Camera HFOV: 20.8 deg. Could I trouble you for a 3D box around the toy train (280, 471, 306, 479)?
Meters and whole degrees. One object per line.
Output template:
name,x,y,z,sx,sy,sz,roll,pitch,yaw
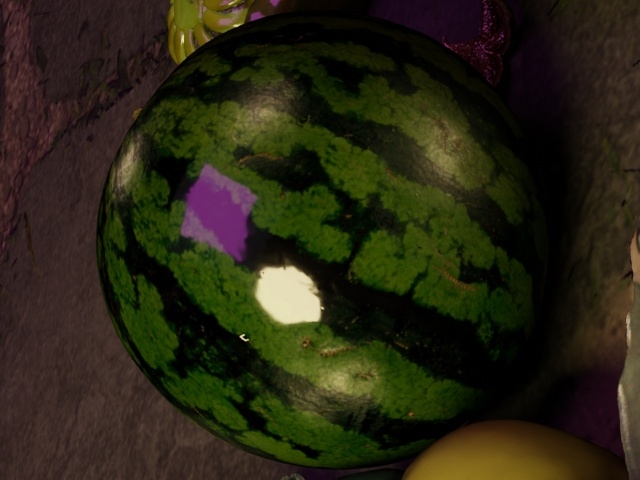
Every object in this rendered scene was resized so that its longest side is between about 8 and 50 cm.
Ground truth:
toy train,-0.011,0.267,1.163,0.136,0.091,0.227,-56,38,42

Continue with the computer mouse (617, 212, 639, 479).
computer mouse,0.238,0.010,0.892,0.389,0.115,0.199,-84,16,-46

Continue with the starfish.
starfish,0.105,-0.126,1.196,0.091,0.028,0.078,-57,33,29

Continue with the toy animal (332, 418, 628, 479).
toy animal,0.094,0.197,0.950,0.338,0.216,0.191,-18,47,58

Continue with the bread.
bread,-0.080,-0.195,1.443,0.130,0.071,0.139,-19,63,55

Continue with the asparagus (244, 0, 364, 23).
asparagus,-0.023,-0.155,1.336,0.082,0.085,0.343,26,101,41

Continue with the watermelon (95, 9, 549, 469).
watermelon,0.000,0.000,1.086,0.285,0.285,0.285,-24,59,48
